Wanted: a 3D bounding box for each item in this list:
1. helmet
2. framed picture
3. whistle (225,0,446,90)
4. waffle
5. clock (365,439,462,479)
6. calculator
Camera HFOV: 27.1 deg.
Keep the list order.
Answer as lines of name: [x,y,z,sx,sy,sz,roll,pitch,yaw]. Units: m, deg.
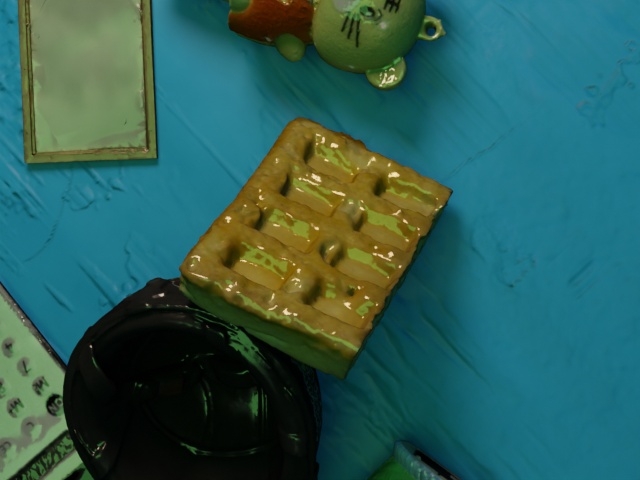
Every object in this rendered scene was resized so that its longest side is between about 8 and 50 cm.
helmet: [-0.097,0.148,1.216,0.230,0.160,0.279,-10,115,20]
framed picture: [-0.229,-0.178,1.303,0.136,0.010,0.201,-2,92,9]
whistle: [-0.022,-0.231,1.218,0.288,0.106,0.131,19,88,8]
waffle: [0.000,0.000,1.158,0.168,0.274,0.057,25,130,7]
clock: [0.090,0.311,1.226,0.194,0.100,0.195,34,94,10]
calculator: [-0.306,0.179,1.309,0.161,0.021,0.262,-41,84,0]
